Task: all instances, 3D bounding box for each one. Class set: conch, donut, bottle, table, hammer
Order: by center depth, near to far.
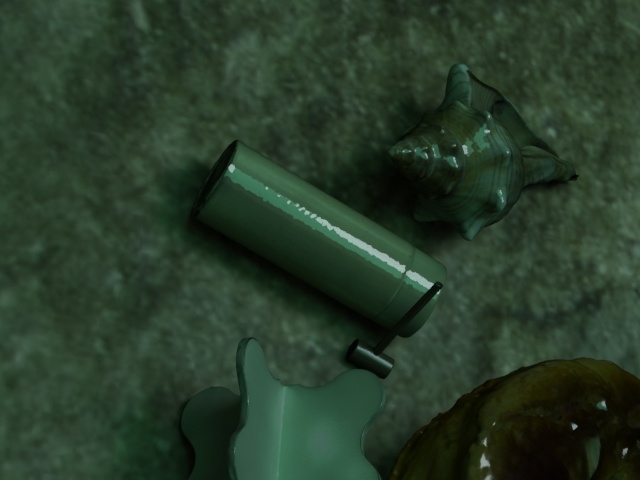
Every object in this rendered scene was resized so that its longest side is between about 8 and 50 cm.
[{"bbox_3d":[-0.033,0.186,1.402,0.167,0.166,0.198,17,55,-19],"label":"table"},{"bbox_3d":[0.174,0.236,1.445,0.330,0.160,0.330,13,72,-47],"label":"donut"},{"bbox_3d":[0.064,0.066,1.524,0.035,0.110,0.019,31,36,-12],"label":"hammer"},{"bbox_3d":[0.000,0.000,1.541,0.201,0.072,0.072,31,59,-12],"label":"bottle"},{"bbox_3d":[0.117,-0.074,1.618,0.137,0.114,0.234,64,22,-2],"label":"conch"}]
